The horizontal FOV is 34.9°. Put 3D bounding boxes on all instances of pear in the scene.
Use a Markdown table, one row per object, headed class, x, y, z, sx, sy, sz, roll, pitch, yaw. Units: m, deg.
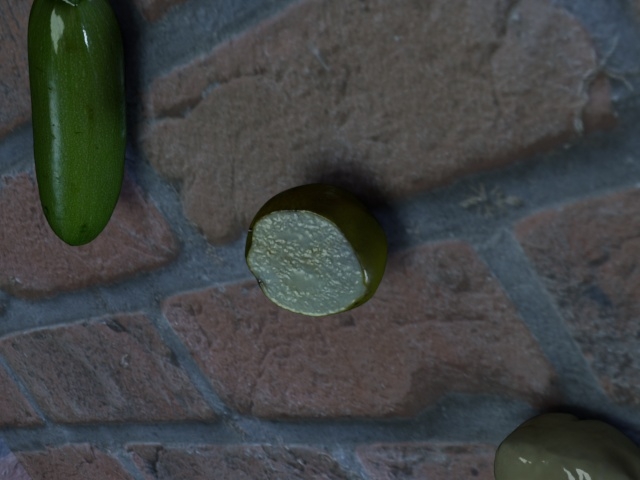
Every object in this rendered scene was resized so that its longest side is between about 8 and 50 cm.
| class | x | y | z | sx | sy | sz | roll | pitch | yaw |
| --- | --- | --- | --- | --- | --- | --- | --- | --- | --- |
| pear | 0.000 | 0.000 | 0.982 | 0.141 | 0.104 | 0.141 | 9 | 126 | 12 |

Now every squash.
| class | x | y | z | sx | sy | sz | roll | pitch | yaw |
| --- | --- | --- | --- | --- | --- | --- | --- | --- | --- |
| squash | -0.267 | -0.145 | 1.126 | 0.107 | 0.107 | 0.395 | 34 | 141 | 20 |

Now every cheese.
| class | x | y | z | sx | sy | sz | roll | pitch | yaw |
| --- | --- | --- | --- | --- | --- | --- | --- | --- | --- |
| cheese | 0.243 | 0.276 | 0.988 | 0.159 | 0.093 | 0.263 | 24 | 138 | 29 |
